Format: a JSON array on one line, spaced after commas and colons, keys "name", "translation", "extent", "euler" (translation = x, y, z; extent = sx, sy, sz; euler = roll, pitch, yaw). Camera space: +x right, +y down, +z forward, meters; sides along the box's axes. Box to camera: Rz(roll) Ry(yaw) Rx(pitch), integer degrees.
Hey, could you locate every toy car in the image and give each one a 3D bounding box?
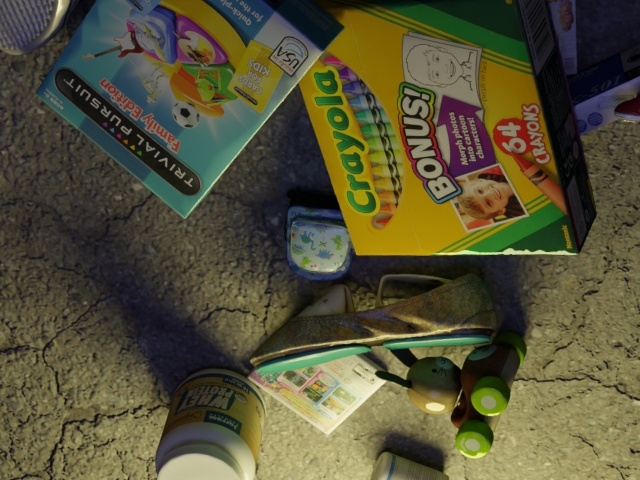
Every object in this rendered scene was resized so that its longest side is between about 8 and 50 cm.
[{"name": "toy car", "translation": [0.177, 0.192, 2.045], "extent": [0.188, 0.155, 0.149], "euler": [21, 120, 9]}]

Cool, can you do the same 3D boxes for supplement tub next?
[{"name": "supplement tub", "translation": [-0.159, 0.295, 2.098], "extent": [0.144, 0.199, 0.144], "euler": [2, 120, 4]}, {"name": "supplement tub", "translation": [0.133, 0.367, 2.184], "extent": [0.107, 0.071, 0.071], "euler": [22, 119, -5]}]

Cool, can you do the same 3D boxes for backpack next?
[{"name": "backpack", "translation": [0.000, 0.000, 1.981], "extent": [0.105, 0.084, 0.114], "euler": [6, 123, 5]}]

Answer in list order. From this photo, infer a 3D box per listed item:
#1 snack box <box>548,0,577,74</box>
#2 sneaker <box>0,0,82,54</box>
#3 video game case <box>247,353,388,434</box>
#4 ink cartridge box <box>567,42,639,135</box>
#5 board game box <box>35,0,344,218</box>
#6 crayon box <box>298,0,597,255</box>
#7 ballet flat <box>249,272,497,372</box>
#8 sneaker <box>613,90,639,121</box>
[{"name": "snack box", "translation": [0.288, -0.292, 1.820], "extent": [0.064, 0.022, 0.178], "euler": [-2, 119, 8]}, {"name": "sneaker", "translation": [-0.324, -0.352, 1.798], "extent": [0.126, 0.127, 0.321], "euler": [46, 140, -3]}, {"name": "video game case", "translation": [-0.004, 0.199, 2.132], "extent": [0.157, 0.019, 0.143], "euler": [37, 117, -15]}, {"name": "ink cartridge box", "translation": [0.398, -0.205, 1.815], "extent": [0.207, 0.097, 0.046], "euler": [-24, 114, 19]}, {"name": "board game box", "translation": [-0.169, -0.220, 1.790], "extent": [0.254, 0.079, 0.336], "euler": [40, 128, -4]}, {"name": "crayon box", "translation": [0.149, -0.153, 1.806], "extent": [0.313, 0.106, 0.362], "euler": [-1, 123, 29]}, {"name": "ballet flat", "translation": [0.070, 0.108, 2.024], "extent": [0.349, 0.123, 0.123], "euler": [-9, 118, 9]}, {"name": "sneaker", "translation": [0.410, -0.183, 1.745], "extent": [0.119, 0.042, 0.067], "euler": [-11, 123, 3]}]
